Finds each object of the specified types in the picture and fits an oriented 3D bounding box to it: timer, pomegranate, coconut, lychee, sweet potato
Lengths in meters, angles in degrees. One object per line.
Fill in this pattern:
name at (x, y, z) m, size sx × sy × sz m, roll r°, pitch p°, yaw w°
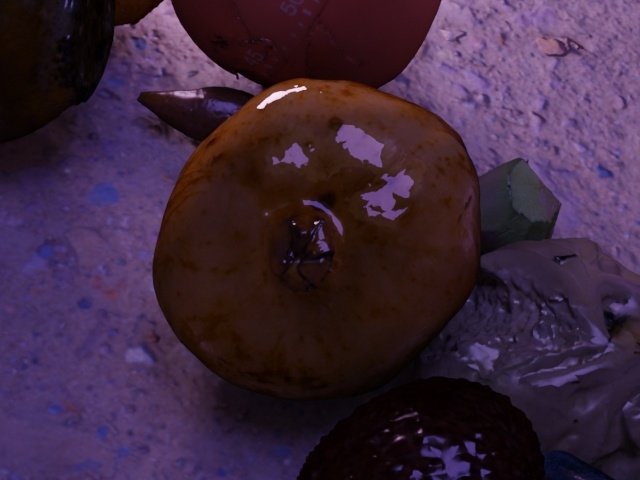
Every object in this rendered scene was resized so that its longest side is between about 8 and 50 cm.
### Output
timer at (-0.009, -0.235, 1.363) m, size 0.214 × 0.230 × 0.230 m, roll 21°, pitch 47°, yaw -13°
pomegranate at (0.000, 0.000, 1.158) m, size 0.248 × 0.248 × 0.248 m, roll 7°, pitch 48°, yaw -7°
coconut at (0.152, -0.020, 1.316) m, size 0.082 × 0.081 × 0.083 m, roll 49°, pitch 33°, yaw -8°
lychee at (0.069, 0.179, 1.052) m, size 0.194 × 0.194 × 0.194 m, roll 7°, pitch 48°, yaw -7°
sweet potato at (-0.046, -0.091, 1.350) m, size 0.218 × 0.051 × 0.065 m, roll 10°, pitch 52°, yaw -4°

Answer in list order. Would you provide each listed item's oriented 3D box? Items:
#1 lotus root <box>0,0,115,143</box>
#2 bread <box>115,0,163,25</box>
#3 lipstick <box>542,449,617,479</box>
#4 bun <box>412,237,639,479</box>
lotus root at (-0.329, -0.207, 1.262) m, size 0.346 × 0.250 × 0.250 m, roll 18°, pitch 48°, yaw 5°
bread at (-0.251, -0.255, 1.429) m, size 0.268 × 0.095 × 0.139 m, roll 12°, pitch 44°, yaw 17°
lipstick at (0.214, 0.195, 1.031) m, size 0.053 × 0.053 × 0.234 m, roll -15°, pitch 19°, yaw -24°
bun at (0.184, 0.085, 1.205) m, size 0.237 × 0.116 × 0.210 m, roll -6°, pitch 52°, yaw -21°
